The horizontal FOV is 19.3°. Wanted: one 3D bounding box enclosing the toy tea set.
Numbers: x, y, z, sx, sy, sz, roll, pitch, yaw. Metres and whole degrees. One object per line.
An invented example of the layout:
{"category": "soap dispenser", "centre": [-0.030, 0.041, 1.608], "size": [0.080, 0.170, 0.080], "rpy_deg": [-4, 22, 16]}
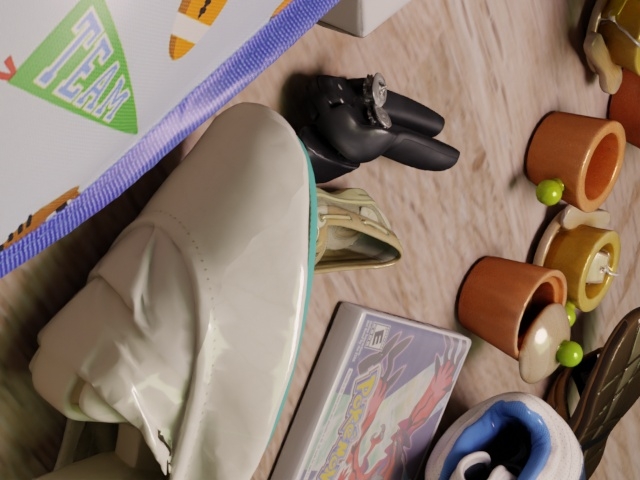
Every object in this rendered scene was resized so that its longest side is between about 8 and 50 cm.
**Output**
{"category": "toy tea set", "centre": [0.240, -0.034, 1.452], "size": [0.336, 0.124, 0.200], "rpy_deg": [-64, 150, -7]}

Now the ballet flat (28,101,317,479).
{"category": "ballet flat", "centre": [-0.107, 0.118, 1.014], "size": [0.139, 0.139, 0.400], "rpy_deg": [-5, 115, -57]}

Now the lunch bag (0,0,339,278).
{"category": "lunch bag", "centre": [-0.139, -0.182, 0.640], "size": [0.385, 0.239, 0.328], "rpy_deg": [-51, 149, -40]}

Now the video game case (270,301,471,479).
{"category": "video game case", "centre": [0.028, 0.150, 1.336], "size": [0.183, 0.023, 0.201], "rpy_deg": [18, 94, -60]}

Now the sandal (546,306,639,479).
{"category": "sandal", "centre": [0.227, 0.142, 1.626], "size": [0.090, 0.060, 0.219], "rpy_deg": [-21, 142, -44]}

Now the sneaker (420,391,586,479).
{"category": "sneaker", "centre": [0.094, 0.262, 1.405], "size": [0.323, 0.130, 0.236], "rpy_deg": [-55, 150, -24]}

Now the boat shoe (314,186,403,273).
{"category": "boat shoe", "centre": [-0.001, 0.001, 1.152], "size": [0.056, 0.048, 0.153], "rpy_deg": [-51, 160, 21]}

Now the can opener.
{"category": "can opener", "centre": [0.037, -0.073, 1.185], "size": [0.186, 0.073, 0.059], "rpy_deg": [-3, 73, -61]}

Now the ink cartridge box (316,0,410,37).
{"category": "ink cartridge box", "centre": [0.046, -0.309, 1.018], "size": [0.176, 0.069, 0.371], "rpy_deg": [-41, 143, -37]}
